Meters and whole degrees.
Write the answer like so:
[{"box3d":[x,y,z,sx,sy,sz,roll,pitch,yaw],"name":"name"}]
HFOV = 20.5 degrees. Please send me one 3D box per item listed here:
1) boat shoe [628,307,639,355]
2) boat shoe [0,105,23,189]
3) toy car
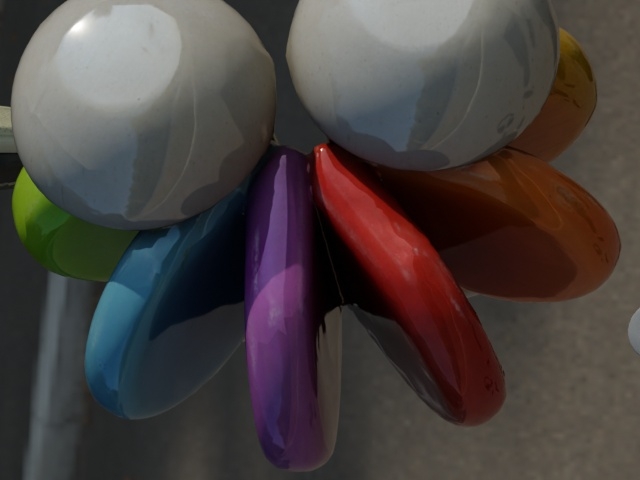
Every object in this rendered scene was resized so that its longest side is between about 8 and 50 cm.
[{"box3d":[0.234,0.047,1.118,0.100,0.035,0.035,-46,57,55],"name":"boat shoe"},{"box3d":[-0.235,-0.030,0.944,0.084,0.233,0.079,-118,24,-70],"name":"boat shoe"},{"box3d":[0.000,0.000,0.527,0.159,0.182,0.136,73,-173,-67],"name":"toy car"}]
